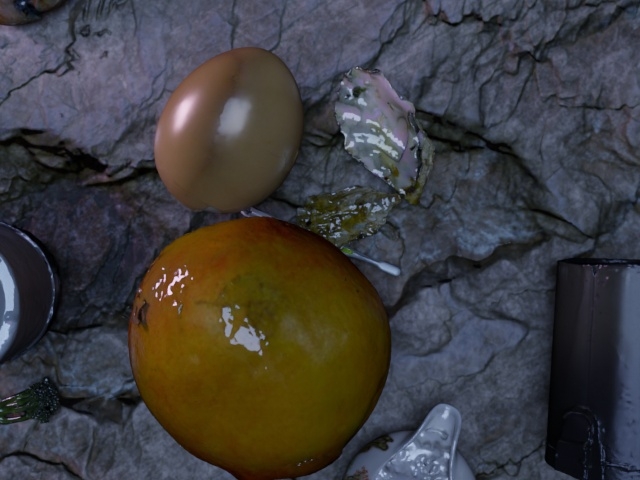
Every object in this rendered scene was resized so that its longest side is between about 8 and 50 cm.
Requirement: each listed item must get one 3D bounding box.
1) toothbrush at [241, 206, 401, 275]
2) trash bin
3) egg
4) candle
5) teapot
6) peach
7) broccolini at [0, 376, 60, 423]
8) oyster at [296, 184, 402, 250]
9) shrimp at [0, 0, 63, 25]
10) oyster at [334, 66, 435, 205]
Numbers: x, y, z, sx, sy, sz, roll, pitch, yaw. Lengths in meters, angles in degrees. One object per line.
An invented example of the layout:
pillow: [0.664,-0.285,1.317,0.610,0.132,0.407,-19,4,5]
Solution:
toothbrush: [0.000,0.000,1.222,0.263,0.026,0.022,23,85,1]
trash bin: [0.426,0.174,1.126,0.252,0.203,0.301,3,90,-38]
egg: [-0.123,-0.157,1.129,0.201,0.201,0.244,31,120,1]
candle: [-0.492,0.080,1.085,0.222,0.342,0.221,0,91,-4]
teapot: [0.124,0.382,1.143,0.205,0.139,0.298,20,62,11]
peach: [-0.078,0.149,1.092,0.373,0.290,0.372,10,71,-29]
broccolini: [-0.502,0.279,1.237,0.216,0.058,0.067,-26,55,9]
oyster: [0.036,-0.032,1.209,0.146,0.045,0.121,18,88,3]
shrimp: [-0.433,-0.501,1.207,0.247,0.085,0.360,28,95,7]
oyster: [0.104,-0.167,1.198,0.209,0.072,0.132,46,121,14]
